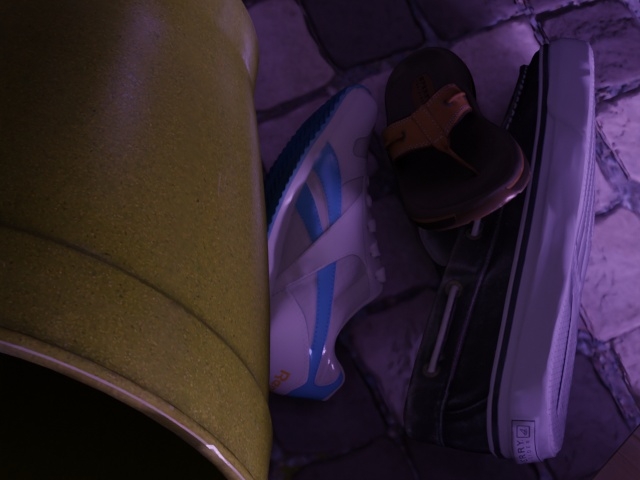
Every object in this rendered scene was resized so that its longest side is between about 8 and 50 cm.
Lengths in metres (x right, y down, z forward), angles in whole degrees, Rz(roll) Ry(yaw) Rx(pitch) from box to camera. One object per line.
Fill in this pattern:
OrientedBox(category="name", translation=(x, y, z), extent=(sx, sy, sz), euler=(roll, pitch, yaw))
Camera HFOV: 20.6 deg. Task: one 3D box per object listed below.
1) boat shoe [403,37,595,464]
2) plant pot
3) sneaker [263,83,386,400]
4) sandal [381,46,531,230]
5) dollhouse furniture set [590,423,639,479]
OrientedBox(category="boat shoe", translation=(0.124, -0.008, 1.213), extent=(0.119, 0.121, 0.335), euler=(4, 55, 14))
OrientedBox(category="plant pot", translation=(-0.181, -0.001, 1.049), extent=(0.366, 0.366, 0.353), euler=(15, 55, -6))
OrientedBox(category="sneaker", translation=(0.000, 0.000, 1.210), extent=(0.092, 0.087, 0.228), euler=(25, 70, -14))
OrientedBox(category="sandal", translation=(0.079, -0.080, 1.198), extent=(0.090, 0.060, 0.219), euler=(-31, 33, 15))
OrientedBox(category="dollhouse furniture set", translation=(0.098, 0.326, 0.991), extent=(0.362, 0.256, 0.394), euler=(42, 65, 10))
